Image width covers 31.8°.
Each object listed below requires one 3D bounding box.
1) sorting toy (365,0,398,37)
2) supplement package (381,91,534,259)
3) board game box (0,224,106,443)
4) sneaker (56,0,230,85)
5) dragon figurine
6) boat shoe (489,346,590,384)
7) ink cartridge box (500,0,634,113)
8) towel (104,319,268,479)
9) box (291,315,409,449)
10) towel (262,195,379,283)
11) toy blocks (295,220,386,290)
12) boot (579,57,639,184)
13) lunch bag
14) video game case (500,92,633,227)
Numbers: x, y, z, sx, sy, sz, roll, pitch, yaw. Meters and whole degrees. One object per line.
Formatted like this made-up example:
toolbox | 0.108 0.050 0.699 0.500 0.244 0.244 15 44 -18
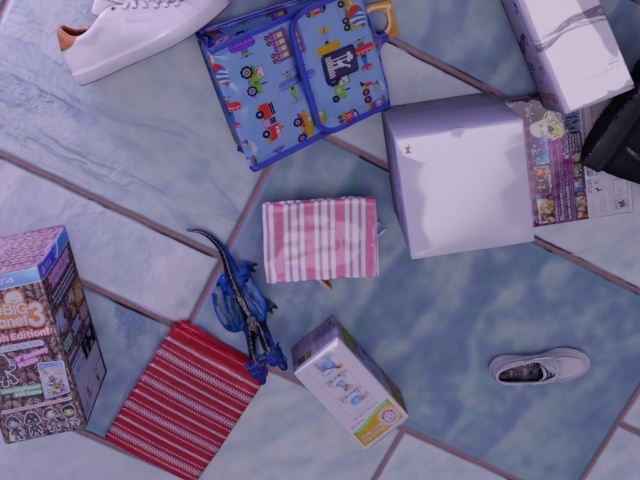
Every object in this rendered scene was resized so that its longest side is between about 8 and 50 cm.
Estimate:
sorting toy | 0.053 -0.486 1.810 0.196 0.047 0.348 -26 106 5
supplement package | 0.216 -0.113 1.817 0.199 0.263 0.198 -9 107 1
board game box | -0.479 0.152 1.885 0.141 0.232 0.291 -12 106 1
sneaker | -0.292 -0.358 1.803 0.290 0.106 0.123 -23 109 6
dragon figurine | -0.135 0.104 1.930 0.085 0.144 0.289 -23 106 4
boat shoe | 0.401 0.233 2.034 0.184 0.063 0.066 2 107 -3
ink cartridge box | 0.369 -0.348 1.761 0.117 0.207 0.283 -23 97 6
towel | -0.244 0.296 2.044 0.198 0.031 0.275 30 105 -13
box | 0.052 0.254 1.999 0.103 0.114 0.203 -39 105 8
towel | 0.000 0.000 1.908 0.197 0.029 0.144 -4 104 -2
toy blocks | 0.029 -0.003 1.952 0.148 0.054 0.123 -42 102 8
boot | 0.686 -0.153 1.750 0.445 0.146 0.367 26 148 0
lunch bag | -0.025 -0.280 1.835 0.293 0.138 0.221 -23 117 -7
video game case | 0.424 -0.146 1.931 0.210 0.042 0.232 -10 107 0
